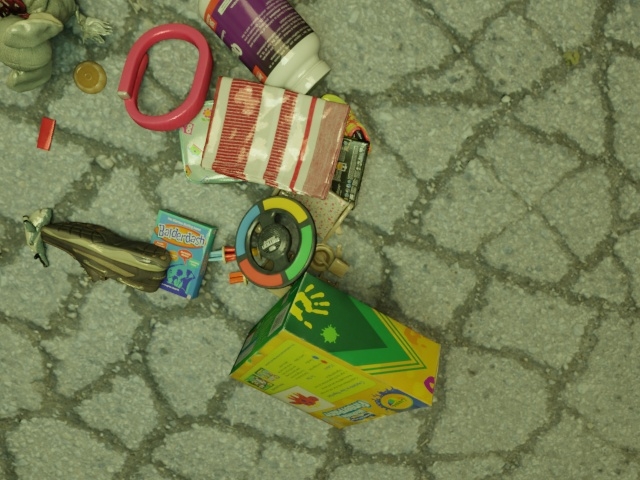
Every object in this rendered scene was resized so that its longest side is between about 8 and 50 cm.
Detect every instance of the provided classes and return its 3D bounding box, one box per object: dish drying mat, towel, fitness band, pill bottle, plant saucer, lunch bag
[{"bbox_3d":[-0.724,-0.281,1.100,0.032,0.008,0.083,17,98,-9],"label":"dish drying mat"},{"bbox_3d":[-0.114,-0.249,1.011,0.329,0.037,0.237,14,96,2],"label":"towel"},{"bbox_3d":[-0.379,-0.408,1.033,0.209,0.054,0.290,5,74,6],"label":"fitness band"},{"bbox_3d":[-0.128,-0.500,1.023,0.181,0.181,0.323,-44,101,4],"label":"pill bottle"},{"bbox_3d":[-0.600,-0.424,1.080,0.083,0.015,0.083,-1,100,-5],"label":"plant saucer"},{"bbox_3d":[-0.222,-0.265,1.097,0.279,0.108,0.224,-6,97,-5],"label":"lunch bag"}]

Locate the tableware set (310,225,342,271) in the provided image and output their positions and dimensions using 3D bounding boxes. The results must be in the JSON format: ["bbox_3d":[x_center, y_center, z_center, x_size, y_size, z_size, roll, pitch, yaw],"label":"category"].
[{"bbox_3d":[0.000,0.000,1.200,0.128,0.039,0.194,-2,101,-5],"label":"tableware set"}]

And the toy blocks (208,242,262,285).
[{"bbox_3d":[-0.239,0.072,1.185,0.148,0.054,0.123,-6,103,-2],"label":"toy blocks"}]

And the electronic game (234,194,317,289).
[{"bbox_3d":[-0.112,0.003,1.002,0.229,0.048,0.229,-5,79,25],"label":"electronic game"}]

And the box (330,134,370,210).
[{"bbox_3d":[0.023,-0.191,1.117,0.184,0.045,0.190,15,117,11],"label":"box"}]

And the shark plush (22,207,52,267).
[{"bbox_3d":[-0.755,-0.005,1.128,0.067,0.073,0.161,-10,97,-35],"label":"shark plush"}]

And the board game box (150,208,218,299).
[{"bbox_3d":[-0.391,0.038,1.152,0.160,0.047,0.210,19,98,6],"label":"board game box"}]

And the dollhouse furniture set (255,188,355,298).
[{"bbox_3d":[-0.012,-0.023,1.069,0.303,0.174,0.355,34,114,-3],"label":"dollhouse furniture set"}]

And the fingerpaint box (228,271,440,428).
[{"bbox_3d":[0.014,0.308,1.069,0.371,0.445,0.163,29,53,-9],"label":"fingerpaint box"}]

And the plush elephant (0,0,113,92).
[{"bbox_3d":[-0.680,-0.490,0.925,0.330,0.272,0.255,28,52,-24],"label":"plush elephant"}]

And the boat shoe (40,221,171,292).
[{"bbox_3d":[-0.576,0.048,1.094,0.355,0.132,0.130,18,102,8],"label":"boat shoe"}]

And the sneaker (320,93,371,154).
[{"bbox_3d":[0.075,-0.310,1.121,0.081,0.094,0.208,-41,101,3],"label":"sneaker"}]
